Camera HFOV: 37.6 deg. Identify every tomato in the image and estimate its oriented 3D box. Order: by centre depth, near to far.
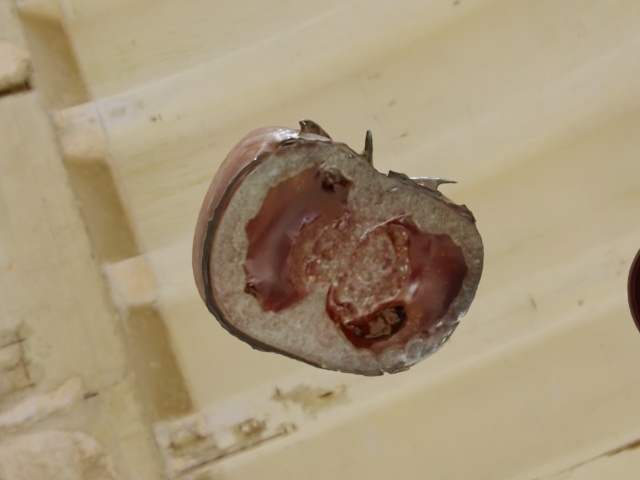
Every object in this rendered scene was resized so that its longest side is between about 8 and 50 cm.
[{"bbox_3d":[0.000,0.000,0.749,0.214,0.180,0.155,29,3,-20],"label":"tomato"}]

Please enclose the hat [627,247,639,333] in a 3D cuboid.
[{"bbox_3d":[0.473,0.062,1.152,0.089,0.205,0.205,6,57,-58],"label":"hat"}]
